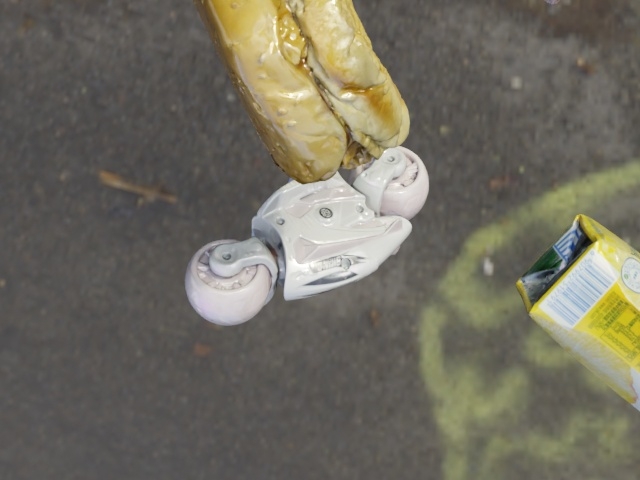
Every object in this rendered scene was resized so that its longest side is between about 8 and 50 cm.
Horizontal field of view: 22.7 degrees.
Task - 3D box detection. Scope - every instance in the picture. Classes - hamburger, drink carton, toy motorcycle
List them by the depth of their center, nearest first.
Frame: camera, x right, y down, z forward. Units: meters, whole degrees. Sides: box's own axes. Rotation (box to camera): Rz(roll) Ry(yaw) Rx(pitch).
[{"bbox_3d":[0.213,0.074,0.954,0.200,0.084,0.074,38,99,-11],"label":"drink carton"},{"bbox_3d":[-0.018,-0.140,1.125,0.108,0.213,0.213,-26,132,-1],"label":"hamburger"},{"bbox_3d":[0.000,0.000,1.381,0.112,0.254,0.112,40,149,31],"label":"toy motorcycle"}]

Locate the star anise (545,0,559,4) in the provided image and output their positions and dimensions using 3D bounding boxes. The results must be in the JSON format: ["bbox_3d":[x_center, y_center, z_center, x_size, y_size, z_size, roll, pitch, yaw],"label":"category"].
[{"bbox_3d":[0.211,-0.338,1.419,0.129,0.283,0.212,-36,89,42],"label":"star anise"}]
